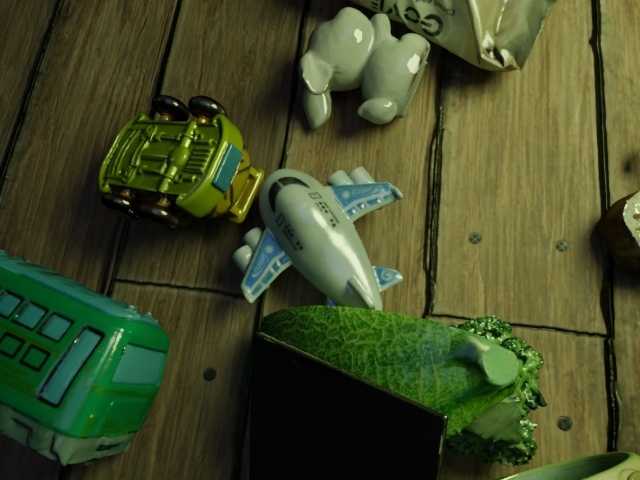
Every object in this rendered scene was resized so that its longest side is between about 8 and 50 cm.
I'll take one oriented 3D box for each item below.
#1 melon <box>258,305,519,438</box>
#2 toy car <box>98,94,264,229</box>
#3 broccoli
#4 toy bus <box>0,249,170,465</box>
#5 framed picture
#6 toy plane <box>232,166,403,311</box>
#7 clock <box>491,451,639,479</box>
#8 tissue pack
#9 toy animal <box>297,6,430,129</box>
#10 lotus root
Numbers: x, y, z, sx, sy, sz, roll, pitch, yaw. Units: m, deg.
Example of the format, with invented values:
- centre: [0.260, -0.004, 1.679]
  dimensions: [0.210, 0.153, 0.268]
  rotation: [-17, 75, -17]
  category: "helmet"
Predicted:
- centre: [0.050, 0.157, 0.523]
  dimensions: [0.324, 0.124, 0.195]
  rotation: [-23, 75, 45]
  category: "melon"
- centre: [-0.208, -0.103, 0.688]
  dimensions: [0.248, 0.142, 0.200]
  rotation: [15, 75, 33]
  category: "toy car"
- centre: [0.192, 0.189, 0.565]
  dimensions: [0.196, 0.156, 0.195]
  rotation: [0, 107, 0]
  category: "broccoli"
- centre: [-0.391, 0.143, 0.617]
  dimensions: [0.344, 0.183, 0.199]
  rotation: [20, 74, 10]
  category: "toy bus"
- centre: [0.005, 0.285, 0.492]
  dimensions: [0.244, 0.013, 0.323]
  rotation: [14, 106, 39]
  category: "framed picture"
- centre: [0.000, 0.001, 0.649]
  dimensions: [0.267, 0.122, 0.266]
  rotation: [-2, 72, 7]
  category: "toy plane"
- centre: [0.260, 0.298, 0.478]
  dimensions: [0.308, 0.235, 0.096]
  rotation: [-17, 63, -2]
  category: "clock"
- centre: [0.229, -0.492, 0.725]
  dimensions: [0.376, 0.195, 0.389]
  rotation: [30, 80, 9]
  category: "tissue pack"
- centre: [0.065, -0.264, 0.713]
  dimensions: [0.193, 0.127, 0.178]
  rotation: [14, 78, 7]
  category: "toy animal"
- centre: [0.461, -0.010, 0.623]
  dimensions: [0.113, 0.081, 0.122]
  rotation: [-19, 73, -1]
  category: "lotus root"
